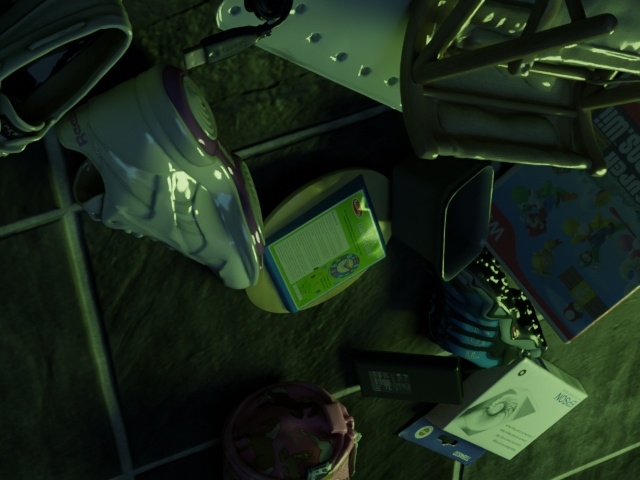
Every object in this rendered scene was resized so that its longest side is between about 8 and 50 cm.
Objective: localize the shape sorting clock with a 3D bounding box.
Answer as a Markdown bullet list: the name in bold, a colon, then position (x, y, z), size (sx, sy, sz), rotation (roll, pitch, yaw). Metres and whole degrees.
- **shape sorting clock**: position (0.000, 0.000, 1.474), size (0.206, 0.040, 0.206), rotation (-22, 143, -18)

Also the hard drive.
- **hard drive**: position (0.116, 0.178, 1.709), size (0.135, 0.022, 0.094), rotation (4, 144, 14)

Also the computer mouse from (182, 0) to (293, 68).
- **computer mouse**: position (-0.148, -0.223, 1.065), size (0.262, 0.060, 0.184), rotation (-21, 106, -23)

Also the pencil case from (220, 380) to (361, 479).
- **pencil case**: position (-0.036, 0.353, 1.758), size (0.160, 0.167, 0.386), rotation (-49, 154, -33)

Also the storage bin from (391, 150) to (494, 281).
- **storage bin**: position (0.134, -0.041, 1.469), size (0.098, 0.091, 0.135), rotation (-38, 146, -31)

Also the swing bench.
- **swing bench**: position (0.240, -0.187, 1.235), size (0.253, 0.165, 0.255), rotation (3, 156, -38)

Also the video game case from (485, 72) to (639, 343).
- **video game case**: position (0.332, -0.047, 1.523), size (0.285, 0.204, 0.025), rotation (-41, 166, 13)

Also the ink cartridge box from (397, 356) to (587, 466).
- **ink cartridge box**: position (0.257, 0.258, 1.937), size (0.224, 0.045, 0.223), rotation (-42, 142, 15)

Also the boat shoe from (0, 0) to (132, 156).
- **boat shoe**: position (-0.268, -0.118, 1.121), size (0.267, 0.088, 0.096), rotation (-36, 143, 7)

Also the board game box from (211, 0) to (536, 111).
- **board game box**: position (0.141, -0.299, 1.227), size (0.390, 0.050, 0.390), rotation (18, 121, -45)

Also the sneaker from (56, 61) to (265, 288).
- **sneaker**: position (-0.149, -0.049, 1.286), size (0.152, 0.114, 0.305), rotation (-19, 139, 7)

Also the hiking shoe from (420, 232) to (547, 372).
- **hiking shoe**: position (0.178, 0.086, 1.638), size (0.132, 0.113, 0.304), rotation (-27, 137, 14)
